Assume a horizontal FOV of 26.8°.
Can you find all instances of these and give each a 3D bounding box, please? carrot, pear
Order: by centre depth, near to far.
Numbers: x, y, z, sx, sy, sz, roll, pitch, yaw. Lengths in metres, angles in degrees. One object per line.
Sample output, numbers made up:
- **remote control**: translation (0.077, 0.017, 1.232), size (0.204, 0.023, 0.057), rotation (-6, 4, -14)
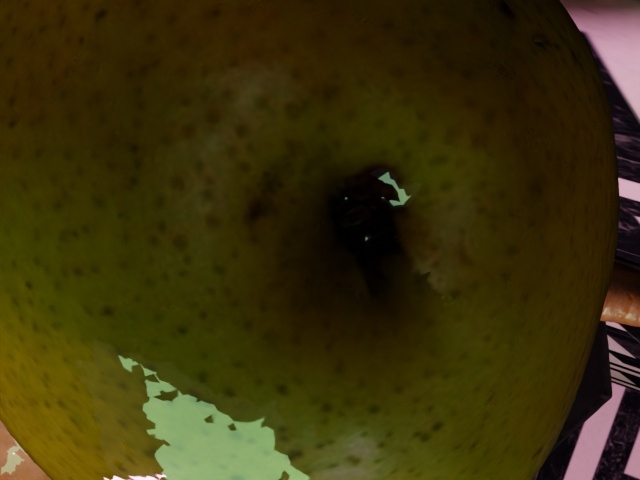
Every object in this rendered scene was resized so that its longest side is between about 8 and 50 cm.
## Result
- **pear**: translation (-0.016, -0.011, 0.520), size (0.294, 0.294, 0.294), rotation (21, 175, 2)
- **carrot**: translation (0.253, 0.046, 1.193), size (0.298, 0.078, 0.078), rotation (16, 174, 8)

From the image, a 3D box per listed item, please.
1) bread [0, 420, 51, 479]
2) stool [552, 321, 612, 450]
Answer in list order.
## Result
- **bread**: translation (-0.249, 0.105, 1.115), size (0.370, 0.191, 0.314), rotation (41, 131, -8)
- **stool**: translation (0.174, 0.109, 1.349), size (0.232, 0.232, 0.141), rotation (23, 173, -21)
